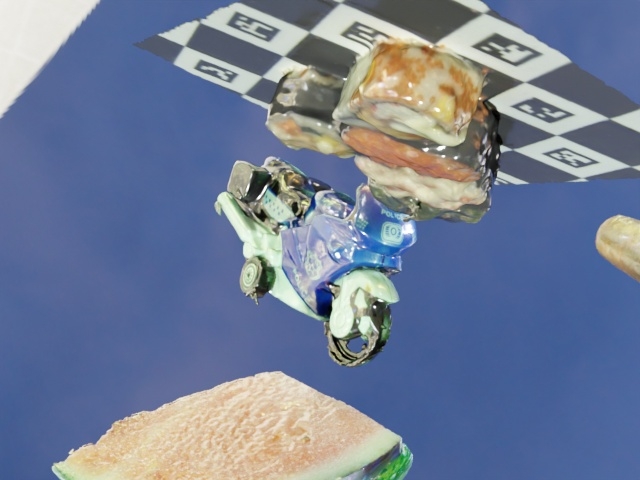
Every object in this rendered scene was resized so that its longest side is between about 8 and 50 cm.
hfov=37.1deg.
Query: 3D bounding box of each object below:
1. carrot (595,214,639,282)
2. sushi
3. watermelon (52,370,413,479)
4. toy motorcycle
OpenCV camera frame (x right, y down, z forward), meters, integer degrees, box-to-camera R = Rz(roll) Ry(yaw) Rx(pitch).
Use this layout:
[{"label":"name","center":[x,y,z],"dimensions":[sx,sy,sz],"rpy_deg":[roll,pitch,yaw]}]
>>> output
[{"label":"carrot","center":[0.437,0.068,1.031],"dimensions":[0.070,0.342,0.070],"rpy_deg":[-23,-47,-27]},{"label":"sushi","center":[0.058,-0.067,0.684],"dimensions":[0.320,0.339,0.068],"rpy_deg":[23,-101,-31]},{"label":"watermelon","center":[-0.040,0.169,0.619],"dimensions":[0.231,0.146,0.128],"rpy_deg":[-17,-83,-19]},{"label":"toy motorcycle","center":[0.000,0.000,1.107],"dimensions":[0.125,0.331,0.196],"rpy_deg":[14,-73,-35]}]
